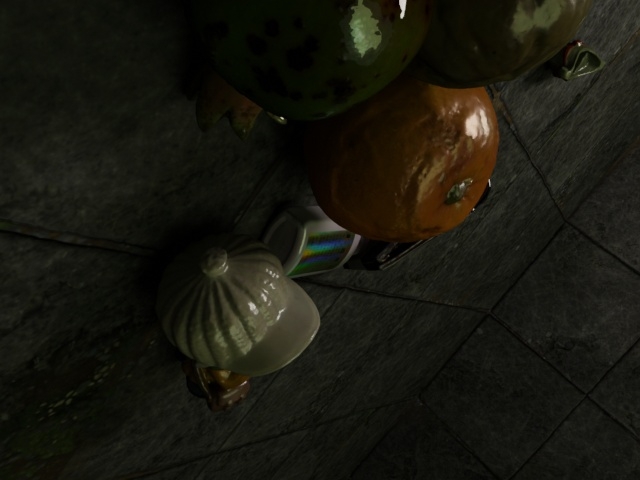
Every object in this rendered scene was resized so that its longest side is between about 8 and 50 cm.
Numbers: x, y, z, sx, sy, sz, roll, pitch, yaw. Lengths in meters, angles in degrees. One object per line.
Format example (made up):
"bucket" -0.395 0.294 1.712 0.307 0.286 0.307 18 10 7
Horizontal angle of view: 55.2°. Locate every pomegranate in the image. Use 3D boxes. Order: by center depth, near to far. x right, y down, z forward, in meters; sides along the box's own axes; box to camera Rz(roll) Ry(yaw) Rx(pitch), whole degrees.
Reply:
"pomegranate" -0.020 -0.187 0.537 0.230 0.231 0.286 -26 147 -37

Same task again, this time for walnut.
"walnut" 0.155 -0.298 0.630 0.283 0.282 0.227 -54 -177 13

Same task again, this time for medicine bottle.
"medicine bottle" 0.000 0.000 1.004 0.219 0.078 0.115 -6 131 -54

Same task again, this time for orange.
"orange" 0.102 -0.125 0.811 0.261 0.261 0.261 -36 152 -23

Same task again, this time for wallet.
"wallet" 0.164 -0.034 1.132 0.262 0.071 0.221 -39 -171 -12

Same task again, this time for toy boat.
"toy boat" 0.541 -0.381 1.308 0.185 0.071 0.089 -24 146 -39

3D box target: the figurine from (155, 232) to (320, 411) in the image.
"figurine" -0.150 0.124 0.871 0.332 0.204 0.185 -44 -151 49
